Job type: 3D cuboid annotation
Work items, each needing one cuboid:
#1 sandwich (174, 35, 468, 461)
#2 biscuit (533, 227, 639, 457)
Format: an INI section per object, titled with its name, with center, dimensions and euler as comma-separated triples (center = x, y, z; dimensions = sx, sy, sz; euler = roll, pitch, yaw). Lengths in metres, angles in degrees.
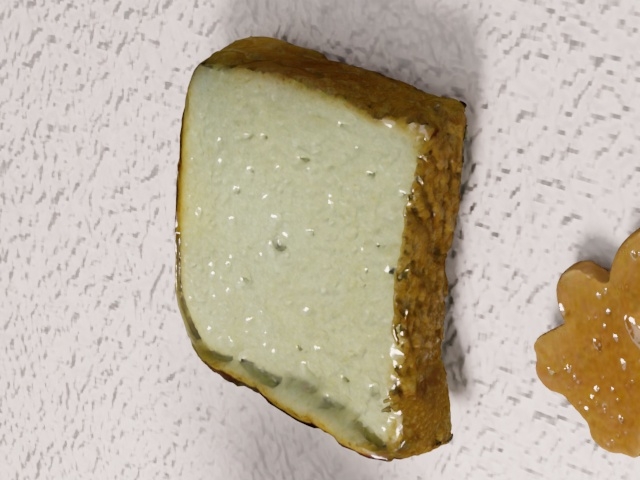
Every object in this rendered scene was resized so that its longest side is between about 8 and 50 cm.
[sandwich]
center = 0.001, 0.000, 1.273
dimensions = 0.226, 0.087, 0.251
euler = 20, 119, 34
[biscuit]
center = 0.204, 0.055, 1.151
dimensions = 0.133, 0.027, 0.184
euler = 41, 130, 23
